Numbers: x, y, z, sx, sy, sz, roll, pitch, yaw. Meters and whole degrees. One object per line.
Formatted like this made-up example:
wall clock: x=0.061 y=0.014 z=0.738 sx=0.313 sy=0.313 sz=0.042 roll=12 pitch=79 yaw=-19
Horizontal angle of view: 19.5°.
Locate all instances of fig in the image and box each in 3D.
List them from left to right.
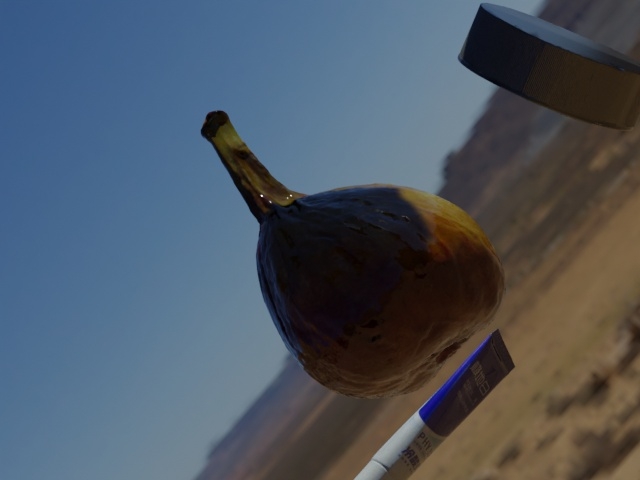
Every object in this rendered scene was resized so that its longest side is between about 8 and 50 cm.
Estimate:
fig: x=0.016 y=0.013 z=1.554 sx=0.190 sy=0.290 sz=0.191 roll=-23 pitch=-49 yaw=-30

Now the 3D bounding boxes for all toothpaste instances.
toothpaste: x=0.044 y=0.068 z=0.712 sx=0.083 sy=0.015 sz=0.024 roll=-43 pitch=-48 yaw=-20

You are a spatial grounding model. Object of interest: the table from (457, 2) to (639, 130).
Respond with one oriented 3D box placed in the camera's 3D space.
table: x=0.165 y=-0.122 z=1.302 sx=0.133 sy=0.133 sz=0.043 roll=-39 pitch=-28 yaw=-73
